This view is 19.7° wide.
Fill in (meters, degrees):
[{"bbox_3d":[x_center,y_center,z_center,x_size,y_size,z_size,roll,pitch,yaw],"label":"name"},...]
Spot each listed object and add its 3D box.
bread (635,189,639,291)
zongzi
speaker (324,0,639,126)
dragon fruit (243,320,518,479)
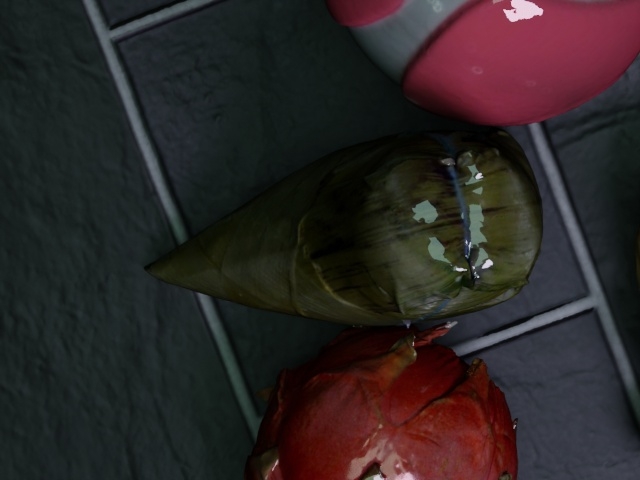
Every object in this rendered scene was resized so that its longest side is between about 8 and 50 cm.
[{"bbox_3d":[0.411,0.101,1.525,0.300,0.210,0.341,1,107,7],"label":"bread"},{"bbox_3d":[0.000,0.000,1.496,0.360,0.323,0.160,-8,89,8],"label":"zongzi"},{"bbox_3d":[0.133,-0.242,1.488,0.294,0.294,0.294,0,95,2],"label":"speaker"},{"bbox_3d":[0.050,0.195,1.557,0.252,0.241,0.241,-28,93,-7],"label":"dragon fruit"}]
